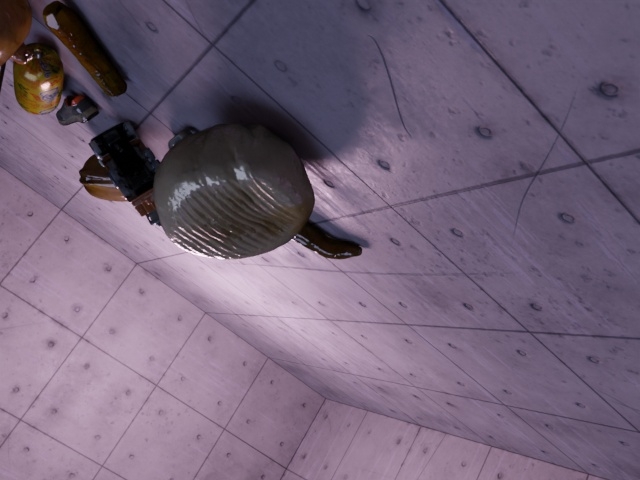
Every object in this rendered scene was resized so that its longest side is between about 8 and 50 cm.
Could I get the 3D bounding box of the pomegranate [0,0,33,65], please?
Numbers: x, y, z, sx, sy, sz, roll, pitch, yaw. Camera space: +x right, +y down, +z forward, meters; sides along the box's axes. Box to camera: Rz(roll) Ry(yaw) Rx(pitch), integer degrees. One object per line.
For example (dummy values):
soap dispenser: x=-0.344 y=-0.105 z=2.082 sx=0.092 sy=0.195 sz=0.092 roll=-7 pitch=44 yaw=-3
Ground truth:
pomegranate: x=-0.758 y=-0.489 z=1.366 sx=0.229 sy=0.252 sz=0.270 roll=-9 pitch=137 yaw=31

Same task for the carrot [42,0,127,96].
carrot: x=-0.535 y=-0.432 z=1.423 sx=0.070 sy=0.070 sz=0.260 roll=20 pitch=157 yaw=29

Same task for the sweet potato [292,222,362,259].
sweet potato: x=0.002 y=0.003 z=1.671 sx=0.233 sy=0.062 sz=0.081 roll=24 pitch=157 yaw=12

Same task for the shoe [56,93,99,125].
shoe: x=-0.723 y=-0.387 z=1.807 sx=0.194 sy=0.074 sz=0.077 roll=8 pitch=138 yaw=42

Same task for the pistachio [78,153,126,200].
pistachio: x=-0.631 y=-0.201 z=1.989 sx=0.261 sy=0.162 sz=0.212 roll=10 pitch=-164 yaw=6

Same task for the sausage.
sausage: x=-0.765 y=-0.430 z=1.679 sx=0.123 sy=0.123 sz=0.347 roll=37 pitch=158 yaw=-14

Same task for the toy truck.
toy truck: x=-0.524 y=-0.193 z=1.742 sx=0.338 sy=0.133 sz=0.184 roll=48 pitch=164 yaw=34

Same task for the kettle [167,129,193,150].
kettle: x=-0.316 y=-0.183 z=1.599 sx=0.243 sy=0.160 sz=0.210 roll=9 pitch=132 yaw=59

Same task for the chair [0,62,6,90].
chair: x=-0.899 y=-0.482 z=1.680 sx=0.095 sy=0.221 sz=0.104 roll=16 pitch=167 yaw=-29

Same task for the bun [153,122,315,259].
bun: x=-0.194 y=-0.118 z=1.382 sx=0.365 sy=0.219 sz=0.365 roll=-3 pitch=146 yaw=-2
